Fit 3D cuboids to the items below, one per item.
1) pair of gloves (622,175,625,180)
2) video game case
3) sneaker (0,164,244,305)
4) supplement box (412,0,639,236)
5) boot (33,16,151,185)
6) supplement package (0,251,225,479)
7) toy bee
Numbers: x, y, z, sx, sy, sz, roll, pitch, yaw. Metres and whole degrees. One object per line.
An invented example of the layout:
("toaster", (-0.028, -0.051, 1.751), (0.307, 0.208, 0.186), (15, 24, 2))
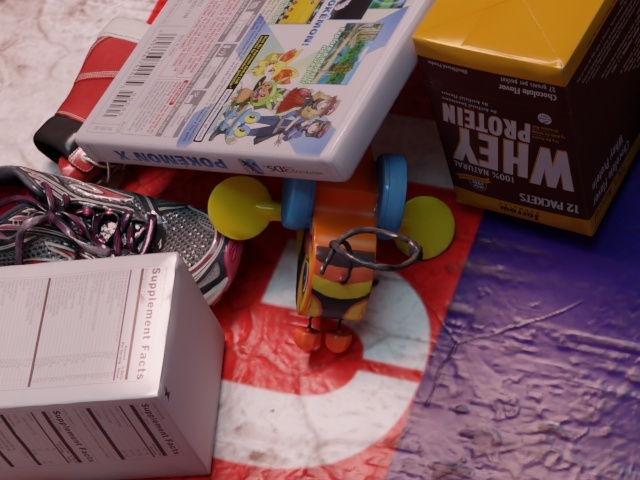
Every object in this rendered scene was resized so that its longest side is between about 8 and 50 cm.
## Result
("pair of gloves", (0.217, -0.064, 1.377), (0.083, 0.010, 0.074), (-9, 49, 12))
("video game case", (-0.021, -0.192, 1.366), (0.300, 0.036, 0.329), (7, 56, 42))
("sneaker", (-0.210, 0.000, 1.396), (0.299, 0.112, 0.121), (5, 58, 19))
("supplement box", (0.189, -0.147, 1.316), (0.129, 0.194, 0.191), (16, 57, 29))
("boot", (-0.140, -0.104, 1.467), (0.244, 0.088, 0.176), (13, 61, 33))
("supplement package", (-0.215, 0.109, 1.306), (0.244, 0.134, 0.139), (-4, 55, 14))
("toy bee", (0.000, 0.000, 1.322), (0.195, 0.162, 0.298), (17, 30, 9))
